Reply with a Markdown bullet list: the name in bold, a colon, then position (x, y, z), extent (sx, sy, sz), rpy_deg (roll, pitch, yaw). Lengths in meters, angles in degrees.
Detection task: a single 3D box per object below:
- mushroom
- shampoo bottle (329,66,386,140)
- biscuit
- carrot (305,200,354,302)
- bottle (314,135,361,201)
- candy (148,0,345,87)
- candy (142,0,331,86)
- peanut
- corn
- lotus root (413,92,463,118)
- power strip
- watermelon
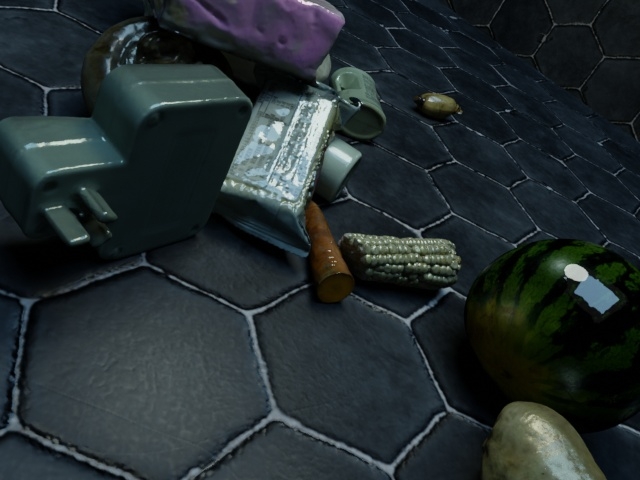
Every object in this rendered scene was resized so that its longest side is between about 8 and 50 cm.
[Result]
- **mushroom**: position (-0.241, -0.240, 0.867), extent (0.226, 0.178, 0.227), rpy_deg (3, 69, -7)
- **shampoo bottle**: position (0.077, -0.321, 1.295), extent (0.118, 0.087, 0.234), rpy_deg (18, 36, -18)
- **biscuit**: position (-0.055, -0.137, 0.879), extent (0.185, 0.079, 0.309), rpy_deg (19, 60, -5)
- **carrot**: position (0.000, 0.000, 0.881), extent (0.057, 0.057, 0.224), rpy_deg (13, 34, -23)
- **bottle**: position (-0.055, -0.172, 1.000), extent (0.245, 0.104, 0.104), rpy_deg (34, 35, 4)
- **candy**: position (-0.111, -0.339, 0.857), extent (0.264, 0.116, 0.156), rpy_deg (12, 30, -27)
- **candy**: position (-0.161, -0.446, 1.161), extent (0.426, 0.186, 0.386), rpy_deg (25, 22, -27)
- **peanut**: position (0.256, 0.300, 0.627), extent (0.253, 0.137, 0.122), rpy_deg (65, 3, 39)
- **corn**: position (0.125, 0.035, 0.897), extent (0.210, 0.087, 0.087), rpy_deg (2, 43, -28)
- **lotus root**: position (0.312, -0.355, 1.527), extent (0.151, 0.063, 0.072), rpy_deg (6, 14, -21)
- **power strip**: position (-0.208, -0.069, 0.650), extent (0.141, 0.230, 0.261), rpy_deg (46, 37, 20)
- **watermelon**: position (0.332, 0.122, 0.794), extent (0.268, 0.269, 0.269), rpy_deg (19, 36, -15)
